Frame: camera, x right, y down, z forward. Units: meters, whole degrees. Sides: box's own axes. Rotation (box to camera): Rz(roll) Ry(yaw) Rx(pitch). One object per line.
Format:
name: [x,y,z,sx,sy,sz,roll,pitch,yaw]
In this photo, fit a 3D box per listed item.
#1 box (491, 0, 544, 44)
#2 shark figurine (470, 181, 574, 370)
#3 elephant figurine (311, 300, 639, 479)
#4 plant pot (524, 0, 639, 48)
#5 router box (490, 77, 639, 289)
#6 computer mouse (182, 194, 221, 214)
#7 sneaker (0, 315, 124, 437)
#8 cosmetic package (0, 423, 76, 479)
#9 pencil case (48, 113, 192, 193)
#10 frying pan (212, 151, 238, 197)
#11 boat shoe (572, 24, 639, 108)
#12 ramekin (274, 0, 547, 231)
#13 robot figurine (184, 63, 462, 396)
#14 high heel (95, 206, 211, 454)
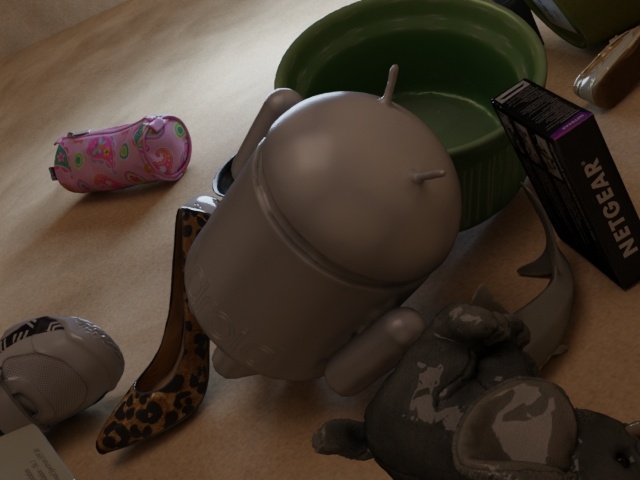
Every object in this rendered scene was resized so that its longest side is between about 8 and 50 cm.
box: [0.213,-0.294,1.465,0.156,0.093,0.158,-34,26,-8]
shark figurine: [0.167,0.063,0.885,0.166,0.116,0.278,10,49,50]
elephant figurine: [0.149,0.154,0.690,0.186,0.169,0.239,-57,36,8]
plant pot: [0.409,-0.406,1.322,0.293,0.275,0.275,-46,26,5]
router box: [0.238,-0.054,0.935,0.046,0.179,0.133,-33,28,0]
computer mouse: [-0.166,-0.030,1.451,0.106,0.042,0.193,-37,28,-11]
sneaker: [-0.392,0.226,1.147,0.365,0.137,0.210,-22,28,26]
cosmetic package: [-0.376,0.302,0.919,0.309,0.113,0.160,-21,22,-27]
pencil case: [-0.357,-0.151,1.768,0.284,0.124,0.124,-3,38,41]
frying pan: [-0.015,-0.148,1.492,0.326,0.053,0.197,-31,27,-6]
boat shoe: [0.376,-0.230,1.224,0.170,0.063,0.059,-40,34,-16]
ramekin: [0.107,-0.142,1.153,0.303,0.148,0.303,-5,47,5]
robot figurine: [0.000,0.000,0.956,0.199,0.300,0.353,-9,-31,-41]
high heel: [-0.180,0.095,1.091,0.261,0.186,0.093,-42,28,-21]
